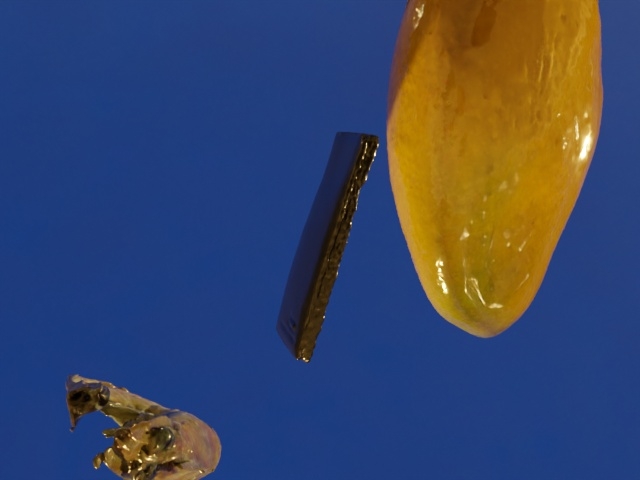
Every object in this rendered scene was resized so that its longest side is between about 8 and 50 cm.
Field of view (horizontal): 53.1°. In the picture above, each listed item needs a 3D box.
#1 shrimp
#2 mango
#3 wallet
[{"bbox_3d":[-0.127,0.122,0.429,0.126,0.223,0.047,29,-105,4],"label":"shrimp"},{"bbox_3d":[0.126,-0.079,0.464,0.176,0.316,0.119,-3,-168,-40],"label":"mango"},{"bbox_3d":[-0.001,0.000,0.696,0.025,0.124,0.244,15,-84,-16],"label":"wallet"}]
